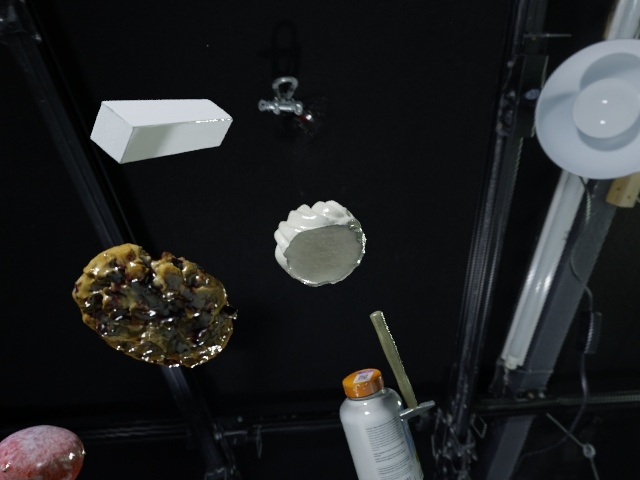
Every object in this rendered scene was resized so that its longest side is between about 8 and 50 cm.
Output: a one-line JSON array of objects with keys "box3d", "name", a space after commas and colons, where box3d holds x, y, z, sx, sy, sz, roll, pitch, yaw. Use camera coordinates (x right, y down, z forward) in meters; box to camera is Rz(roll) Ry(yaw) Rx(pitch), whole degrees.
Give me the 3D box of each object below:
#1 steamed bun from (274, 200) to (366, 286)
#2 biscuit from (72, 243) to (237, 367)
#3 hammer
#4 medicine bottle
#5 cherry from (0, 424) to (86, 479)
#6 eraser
[{"box3d": [0.000, 0.000, 0.881, 0.183, 0.106, 0.182, -8, -52, -11], "name": "steamed bun"}, {"box3d": [-0.338, 0.154, 0.941, 0.290, 0.081, 0.334, -33, -61, 18], "name": "biscuit"}, {"box3d": [0.125, 0.197, 0.720, 0.063, 0.013, 0.198, -22, -74, 2], "name": "hammer"}, {"box3d": [0.140, 0.468, 1.109, 0.157, 0.157, 0.288, -17, -87, -7], "name": "medicine bottle"}, {"box3d": [-0.365, 0.296, 0.621, 0.107, 0.225, 0.090, -7, -104, -5], "name": "cherry"}, {"box3d": [-0.295, -0.222, 0.891, 0.076, 0.298, 0.078, 39, -63, 8], "name": "eraser"}]
